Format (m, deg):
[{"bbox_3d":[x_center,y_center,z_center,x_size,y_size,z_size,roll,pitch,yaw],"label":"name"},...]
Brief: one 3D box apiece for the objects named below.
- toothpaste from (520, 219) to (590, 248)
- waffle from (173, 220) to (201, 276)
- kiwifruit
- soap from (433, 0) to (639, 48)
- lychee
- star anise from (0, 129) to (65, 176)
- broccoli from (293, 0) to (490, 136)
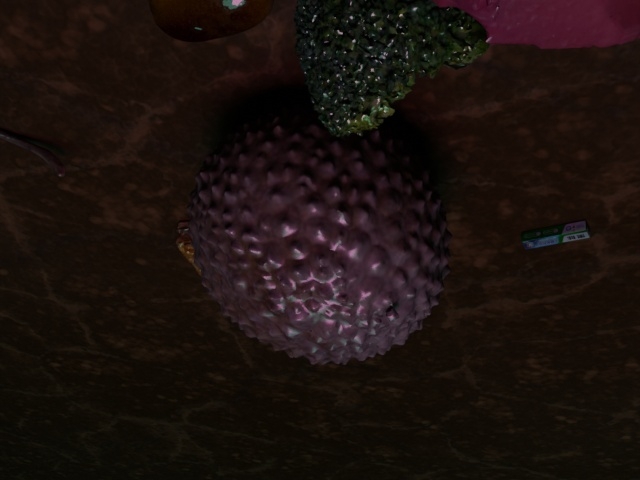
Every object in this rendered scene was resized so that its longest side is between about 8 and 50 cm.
[{"bbox_3d":[0.299,-0.007,1.051,0.083,0.017,0.020,-12,141,28],"label":"toothpaste"},{"bbox_3d":[-0.116,0.010,1.141,0.148,0.042,0.102,-6,142,20],"label":"waffle"},{"bbox_3d":[-0.100,-0.226,0.767,0.124,0.075,0.075,-6,144,27],"label":"kiwifruit"},{"bbox_3d":[0.205,-0.238,0.577,0.289,0.182,0.112,-25,148,-20],"label":"soap"},{"bbox_3d":[-0.005,0.001,0.905,0.300,0.300,0.300,6,146,4],"label":"lychee"},{"bbox_3d":[-0.457,-0.127,0.976,0.227,0.148,0.218,-24,105,1],"label":"star anise"},{"bbox_3d":[0.077,-0.185,0.734,0.194,0.194,0.219,20,120,-17],"label":"broccoli"}]
